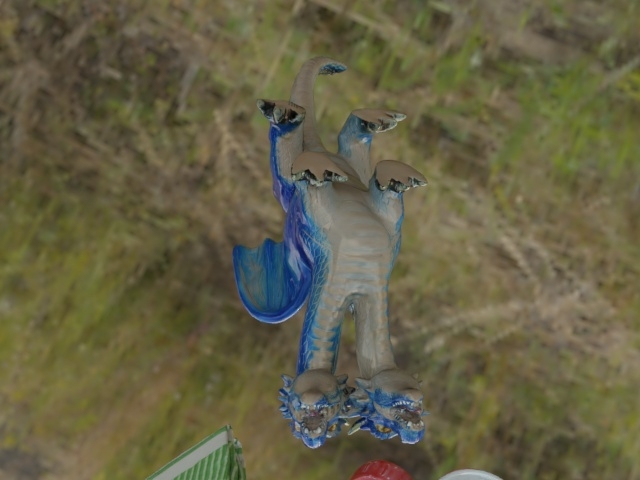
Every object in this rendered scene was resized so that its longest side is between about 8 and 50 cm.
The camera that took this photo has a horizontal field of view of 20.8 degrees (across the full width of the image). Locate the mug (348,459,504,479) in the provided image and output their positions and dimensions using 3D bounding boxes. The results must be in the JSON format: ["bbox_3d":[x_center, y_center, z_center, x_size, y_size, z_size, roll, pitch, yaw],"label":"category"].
[{"bbox_3d":[0.079,0.250,1.389,0.113,0.150,0.169,-12,158,-36],"label":"mug"}]

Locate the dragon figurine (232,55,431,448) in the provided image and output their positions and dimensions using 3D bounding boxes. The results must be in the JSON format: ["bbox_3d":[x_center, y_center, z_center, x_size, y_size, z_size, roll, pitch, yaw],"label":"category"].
[{"bbox_3d":[0.000,0.000,0.980,0.085,0.289,0.144,3,118,-16],"label":"dragon figurine"}]

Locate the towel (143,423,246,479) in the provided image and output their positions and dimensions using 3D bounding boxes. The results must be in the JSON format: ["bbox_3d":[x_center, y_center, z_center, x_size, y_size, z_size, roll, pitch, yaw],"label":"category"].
[{"bbox_3d":[-0.159,0.302,1.503,0.038,0.248,0.325,53,-172,-20],"label":"towel"}]
